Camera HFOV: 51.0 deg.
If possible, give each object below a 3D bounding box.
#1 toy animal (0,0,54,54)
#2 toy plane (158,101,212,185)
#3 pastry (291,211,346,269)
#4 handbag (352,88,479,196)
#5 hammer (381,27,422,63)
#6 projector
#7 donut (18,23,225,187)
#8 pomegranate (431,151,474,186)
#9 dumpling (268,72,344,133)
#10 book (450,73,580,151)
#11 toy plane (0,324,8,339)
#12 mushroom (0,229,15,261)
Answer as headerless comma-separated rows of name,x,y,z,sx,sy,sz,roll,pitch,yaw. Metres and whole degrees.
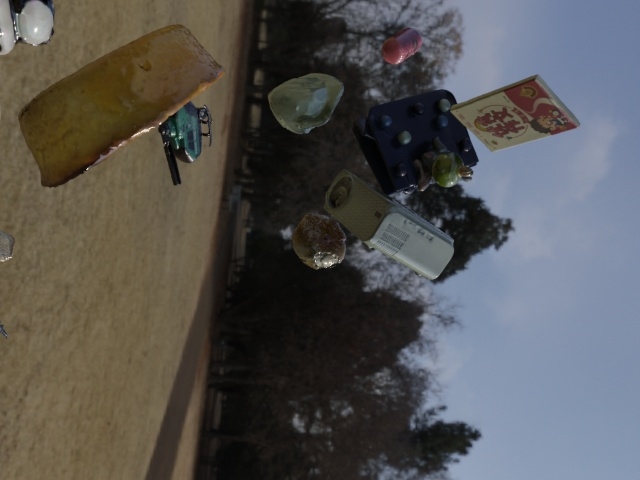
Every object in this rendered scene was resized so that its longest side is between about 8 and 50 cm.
toy animal,-0.619,-0.429,1.301,0.138,0.179,0.166,39,-43,25
toy plane,-0.389,-0.353,1.837,0.155,0.106,0.382,-36,134,-48
pastry,-0.002,0.000,1.739,0.081,0.153,0.153,129,-32,-48
handbag,0.266,-0.245,1.756,0.118,0.325,0.269,-30,-96,57
hammer,0.120,-0.286,0.989,0.083,0.043,0.043,-46,152,-48
projector,0.137,-0.034,1.418,0.108,0.198,0.250,-57,-149,8
donut,-0.285,-0.198,0.935,0.110,0.302,0.303,59,6,-20
pomegranate,0.272,-0.149,1.386,0.073,0.084,0.073,-11,90,-75
dumpling,-0.032,-0.293,1.466,0.219,0.152,0.108,49,-30,44
book,0.416,-0.268,1.452,0.231,0.162,0.022,-12,-134,53
toy plane,-0.707,0.185,1.437,0.031,0.078,0.083,16,-89,68
mushroom,-0.643,-0.036,1.211,0.059,0.202,0.054,-51,-145,-12
